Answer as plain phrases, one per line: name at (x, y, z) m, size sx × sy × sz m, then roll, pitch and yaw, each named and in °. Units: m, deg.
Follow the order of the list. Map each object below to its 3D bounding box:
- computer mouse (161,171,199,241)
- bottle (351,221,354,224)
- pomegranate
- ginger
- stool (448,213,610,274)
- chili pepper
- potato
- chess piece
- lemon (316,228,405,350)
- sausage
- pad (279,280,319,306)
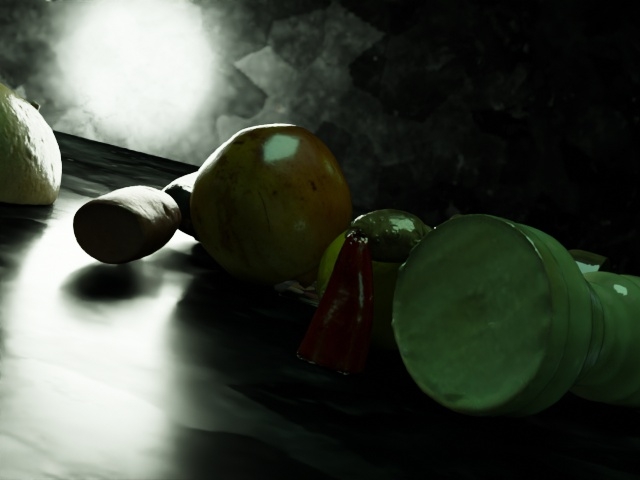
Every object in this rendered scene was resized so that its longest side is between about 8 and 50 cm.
computer mouse at (-0.179, -0.049, 2.212) m, size 0.183 × 0.116 × 0.323 m, roll 17°, pitch 13°, yaw 14°
bottle at (0.000, 0.000, 2.341) m, size 0.082 × 0.082 × 0.286 m, roll 18°, pitch 8°, yaw 22°
pomegranate at (-0.076, -0.047, 1.912) m, size 0.264 × 0.264 × 0.264 m, roll 15°, pitch 7°, yaw -2°
ginger at (0.112, -0.002, 1.523) m, size 0.165 × 0.067 × 0.096 m, roll 8°, pitch -5°, yaw -19°
stool at (0.320, 0.075, 2.028) m, size 0.264 × 0.179 × 0.179 m, roll 17°, pitch 7°, yaw 21°
chili pepper at (0.029, 0.069, 1.479) m, size 0.088 × 0.169 × 0.065 m, roll 15°, pitch 6°, yaw 13°
potato at (-0.517, -0.169, 2.087) m, size 0.264 × 0.211 × 0.189 m, roll 15°, pitch 4°, yaw -38°
chess piece at (0.306, 0.109, 1.564) m, size 0.234 × 0.234 × 0.442 m, roll 21°, pitch 6°, yaw 40°
lemon at (0.083, 0.060, 1.640) m, size 0.203 × 0.178 × 0.178 m, roll -9°, pitch 20°, yaw -35°
sausage at (-0.278, -0.026, 1.838) m, size 0.113 × 0.113 × 0.259 m, roll 16°, pitch 8°, yaw 6°
pad at (0.026, 0.093, 1.970) m, size 0.158 × 0.003 × 0.235 m, roll 16°, pitch 7°, yaw 7°
